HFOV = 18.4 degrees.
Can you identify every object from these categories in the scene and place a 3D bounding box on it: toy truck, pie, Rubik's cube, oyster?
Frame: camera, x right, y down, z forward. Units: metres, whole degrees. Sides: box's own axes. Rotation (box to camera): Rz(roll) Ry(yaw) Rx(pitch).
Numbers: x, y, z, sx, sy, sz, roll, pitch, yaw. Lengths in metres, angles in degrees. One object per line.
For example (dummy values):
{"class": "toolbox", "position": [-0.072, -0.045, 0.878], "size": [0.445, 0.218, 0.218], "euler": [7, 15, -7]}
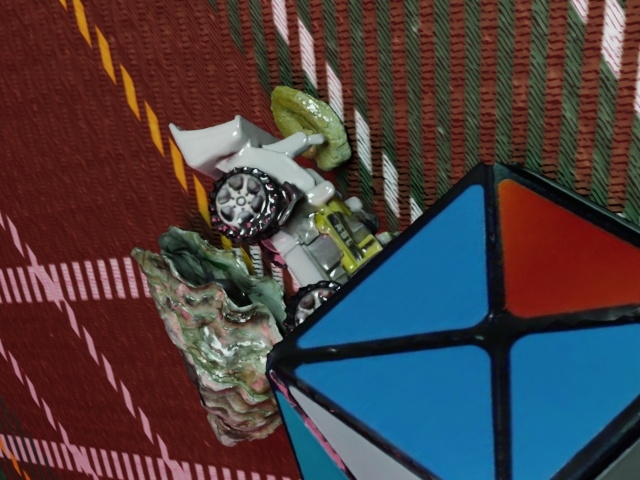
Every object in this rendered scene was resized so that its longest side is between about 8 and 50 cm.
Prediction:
{"class": "toy truck", "position": [0.000, 0.000, 1.538], "size": [0.286, 0.111, 0.136], "euler": [53, -170, 23]}
{"class": "pie", "position": [-0.008, -0.092, 1.595], "size": [0.084, 0.020, 0.084], "euler": [39, 155, 22]}
{"class": "Rubik's cube", "position": [0.145, 0.136, 1.360], "size": [0.246, 0.248, 0.250], "euler": [33, 152, 38]}
{"class": "oyster", "position": [-0.096, 0.104, 1.934], "size": [0.198, 0.112, 0.267], "euler": [11, 138, 57]}
